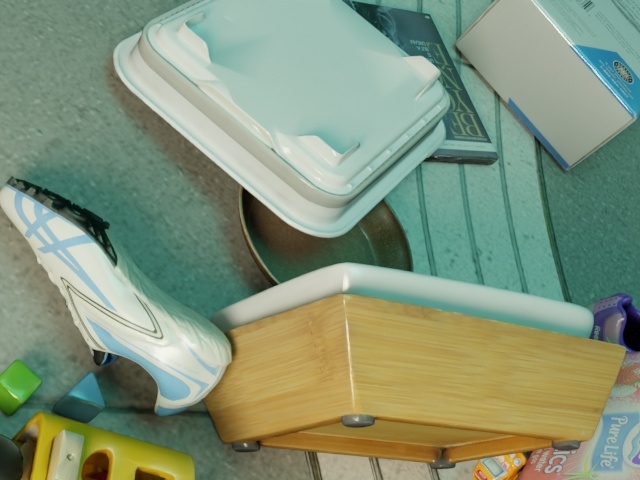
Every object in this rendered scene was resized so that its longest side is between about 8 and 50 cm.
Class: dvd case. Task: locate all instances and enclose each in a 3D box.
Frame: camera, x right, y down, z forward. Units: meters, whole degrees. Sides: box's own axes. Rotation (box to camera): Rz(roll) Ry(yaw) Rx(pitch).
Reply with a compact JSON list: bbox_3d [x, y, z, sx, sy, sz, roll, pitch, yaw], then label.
[{"bbox_3d":[0.108,-0.186,1.345,0.164,0.018,0.221,0,60,-40],"label":"dvd case"}]

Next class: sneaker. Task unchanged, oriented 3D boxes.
[{"bbox_3d":[-0.174,0.040,0.895,0.237,0.086,0.085,43,4,13],"label":"sneaker"},{"bbox_3d":[0.361,0.143,1.236,0.236,0.104,0.095,41,40,-8],"label":"sneaker"}]

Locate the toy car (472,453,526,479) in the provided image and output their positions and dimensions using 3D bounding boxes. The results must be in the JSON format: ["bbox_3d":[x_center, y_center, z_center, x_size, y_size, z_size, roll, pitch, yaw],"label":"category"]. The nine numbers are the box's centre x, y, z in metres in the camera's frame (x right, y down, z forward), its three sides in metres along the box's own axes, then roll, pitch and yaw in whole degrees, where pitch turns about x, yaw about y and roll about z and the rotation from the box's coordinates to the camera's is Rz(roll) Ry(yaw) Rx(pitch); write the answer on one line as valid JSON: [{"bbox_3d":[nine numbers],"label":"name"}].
[{"bbox_3d":[0.176,0.242,1.039,0.040,0.060,0.122,-16,69,-35],"label":"toy car"}]

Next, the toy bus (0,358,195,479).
[{"bbox_3d":[-0.182,0.166,0.764,0.191,0.104,0.202,53,41,7],"label":"toy bus"}]

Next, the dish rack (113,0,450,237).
[{"bbox_3d":[-0.014,-0.166,1.152,0.285,0.072,0.333,41,39,5],"label":"dish rack"}]

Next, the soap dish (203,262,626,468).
[{"bbox_3d":[0.068,0.113,0.937,0.291,0.229,0.118,13,68,-33],"label":"soap dish"}]

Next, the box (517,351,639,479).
[{"bbox_3d":[0.276,0.239,1.025,0.300,0.142,0.154,-45,118,-49],"label":"box"}]

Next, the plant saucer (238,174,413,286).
[{"bbox_3d":[0.000,0.000,1.097,0.198,0.036,0.199,22,48,-26],"label":"plant saucer"}]

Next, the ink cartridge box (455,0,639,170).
[{"bbox_3d":[0.349,-0.261,1.519,0.223,0.129,0.307,48,41,2],"label":"ink cartridge box"}]
